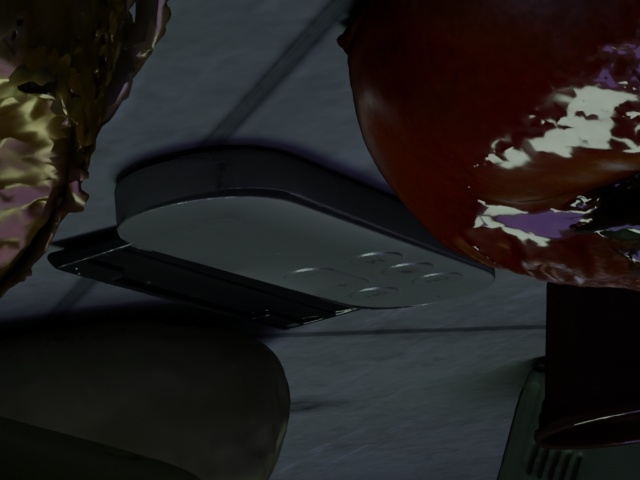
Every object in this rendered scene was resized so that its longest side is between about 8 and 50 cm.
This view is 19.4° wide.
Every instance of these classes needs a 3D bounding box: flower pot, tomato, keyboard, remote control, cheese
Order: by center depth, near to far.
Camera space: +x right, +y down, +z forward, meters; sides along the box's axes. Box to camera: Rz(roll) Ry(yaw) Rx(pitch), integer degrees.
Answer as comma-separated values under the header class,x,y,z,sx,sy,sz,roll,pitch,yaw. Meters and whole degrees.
class,x,y,z,sx,sy,sz,roll,pitch,yaw
tomato,0.121,-0.036,0.560,0.228,0.101,0.228,-3,165,-1
remote control,0.000,0.000,0.791,0.077,0.022,0.245,-16,163,26
keyboard,-0.041,0.018,0.864,0.067,0.011,0.202,-16,163,26
flower pot,0.149,0.046,0.896,0.111,0.089,0.111,-7,165,-2
cheese,-0.118,0.154,0.971,0.248,0.251,0.173,-22,167,-3

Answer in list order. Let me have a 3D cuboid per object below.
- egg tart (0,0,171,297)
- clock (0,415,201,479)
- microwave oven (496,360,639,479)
class,x,y,z,sx,sy,sz,roll,pitch,yaw
egg tart,-0.118,-0.031,0.409,0.212,0.090,0.212,-22,153,-12
clock,-0.223,0.078,0.463,0.286,0.117,0.348,10,178,34
microwave oven,0.265,0.231,1.269,0.218,0.286,0.355,14,-179,37
